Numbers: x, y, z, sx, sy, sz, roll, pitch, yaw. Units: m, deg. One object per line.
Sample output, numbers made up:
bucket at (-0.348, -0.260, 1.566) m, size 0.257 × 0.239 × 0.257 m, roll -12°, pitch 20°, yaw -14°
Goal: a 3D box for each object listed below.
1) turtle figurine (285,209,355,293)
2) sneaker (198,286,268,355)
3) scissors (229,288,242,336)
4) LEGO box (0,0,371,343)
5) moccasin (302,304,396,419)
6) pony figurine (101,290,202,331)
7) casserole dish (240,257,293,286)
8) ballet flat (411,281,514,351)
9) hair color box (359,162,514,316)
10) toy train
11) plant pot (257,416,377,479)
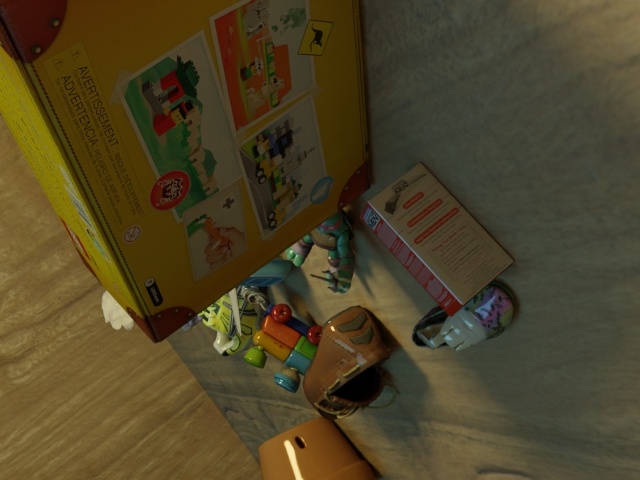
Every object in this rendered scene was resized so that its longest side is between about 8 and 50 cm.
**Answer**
turtle figurine at (0.000, 0.000, 1.199) m, size 0.175 × 0.118 × 0.234 m, roll 47°, pitch 170°, yaw 12°
sneaker at (-0.210, 0.128, 1.784) m, size 0.145 × 0.147 × 0.384 m, roll 34°, pitch 151°, yaw 43°
scissors at (-0.174, 0.028, 1.489) m, size 0.297 × 0.109 × 0.021 m, roll 64°, pitch -164°, yaw 17°
LEGO box at (-0.146, -0.175, 0.880) m, size 0.193 × 0.372 × 0.500 m, roll 39°, pitch 154°, yaw 31°
moccasin at (0.061, 0.263, 1.482) m, size 0.147 × 0.139 × 0.380 m, roll 54°, pitch 151°, yaw 23°
pony figurine at (-0.454, 0.096, 2.127) m, size 0.351 × 0.303 × 0.363 m, roll 43°, pitch 173°, yaw 45°
casserole dish at (-0.124, 0.066, 1.560) m, size 0.188 × 0.114 × 0.037 m, roll 153°, pitch 118°, yaw -68°
ballet flat at (0.184, 0.116, 1.058) m, size 0.077 × 0.079 × 0.221 m, roll 53°, pitch 158°, yaw 2°
hair color box at (0.139, -0.002, 0.948) m, size 0.167 × 0.093 × 0.053 m, roll 49°, pitch 158°, yaw 11°
toy train at (-0.117, 0.200, 1.628) m, size 0.248 × 0.143 × 0.105 m, roll 32°, pitch 159°, yaw -4°
plant pot at (-0.028, 0.575, 1.971) m, size 0.291 × 0.291 × 0.203 m, roll 114°, pitch 134°, yaw -66°
